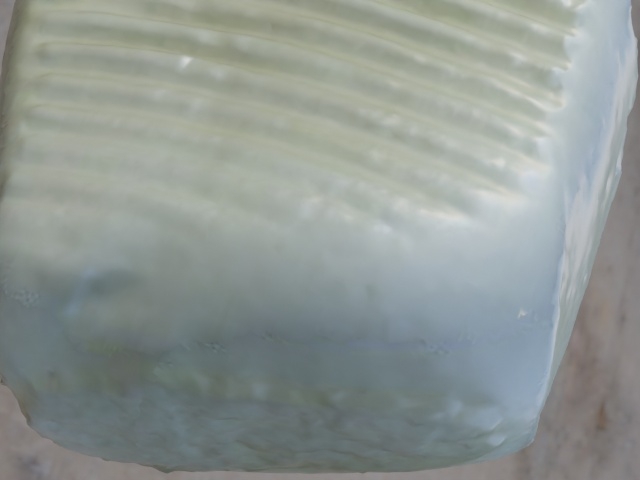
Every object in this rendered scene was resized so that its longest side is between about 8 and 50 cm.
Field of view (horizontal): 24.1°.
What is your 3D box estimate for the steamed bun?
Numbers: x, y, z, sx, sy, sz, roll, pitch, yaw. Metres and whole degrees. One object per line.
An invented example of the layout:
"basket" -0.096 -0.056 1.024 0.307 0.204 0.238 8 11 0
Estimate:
"steamed bun" 0.000 0.000 0.708 0.272 0.290 0.274 70 29 -52
